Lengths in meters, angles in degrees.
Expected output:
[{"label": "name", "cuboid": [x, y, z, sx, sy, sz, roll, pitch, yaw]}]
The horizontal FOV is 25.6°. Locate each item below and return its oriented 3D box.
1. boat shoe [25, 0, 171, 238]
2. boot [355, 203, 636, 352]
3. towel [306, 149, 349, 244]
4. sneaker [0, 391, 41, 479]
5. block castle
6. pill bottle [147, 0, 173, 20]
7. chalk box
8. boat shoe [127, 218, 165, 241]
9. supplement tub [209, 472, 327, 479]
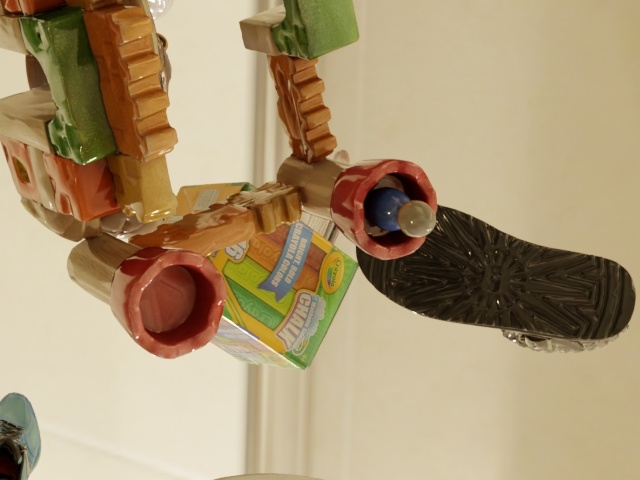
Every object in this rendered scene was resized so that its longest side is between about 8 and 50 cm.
[{"label": "boat shoe", "cuboid": [-0.203, -0.156, 1.364, 0.123, 0.342, 0.123, 1, -133, 4]}, {"label": "boot", "cuboid": [0.220, 0.056, 1.746, 0.348, 0.131, 0.260, 18, 178, 8]}, {"label": "towel", "cuboid": [0.000, 0.000, 2.314, 0.037, 0.237, 0.329, 19, -162, -6]}, {"label": "sneaker", "cuboid": [-0.311, 0.215, 1.422, 0.063, 0.073, 0.162, 12, -138, -14]}, {"label": "block castle", "cuboid": [-0.086, -0.164, 1.084, 0.303, 0.453, 0.213, -24, -155, -28]}, {"label": "pill bottle", "cuboid": [-0.275, -0.485, 2.073, 0.169, 0.301, 0.169, 7, 158, 3]}, {"label": "chalk box", "cuboid": [-0.083, 0.066, 1.987, 0.289, 0.180, 0.179, 35, 161, -30]}, {"label": "boat shoe", "cuboid": [-0.258, 0.008, 2.200, 0.088, 0.267, 0.096, -18, 168, -13]}, {"label": "supplement tub", "cuboid": [-0.050, 0.406, 1.362, 0.228, 0.316, 0.228, 2, -169, 0]}]
